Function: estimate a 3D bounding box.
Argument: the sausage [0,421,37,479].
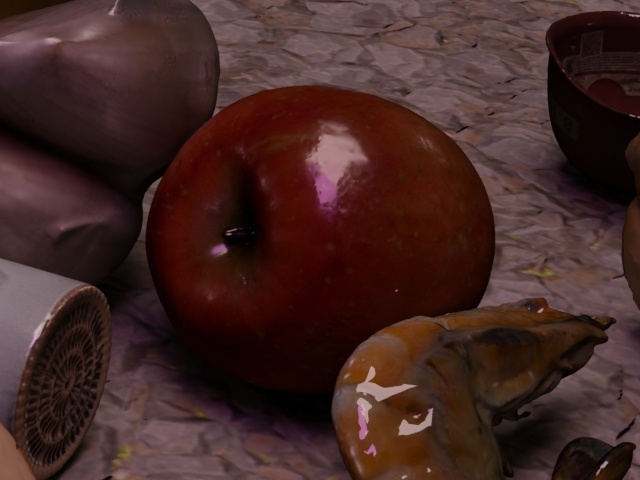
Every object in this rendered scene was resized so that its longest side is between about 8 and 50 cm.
[{"bbox_3d":[-0.245,0.152,0.691,0.312,0.093,0.093,-26,25,11],"label":"sausage"}]

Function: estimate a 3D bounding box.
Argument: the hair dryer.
[{"bbox_3d":[-0.251,0.111,0.900,0.173,0.108,0.357,14,33,17],"label":"hair dryer"}]

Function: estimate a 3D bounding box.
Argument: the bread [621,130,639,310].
[{"bbox_3d":[0.373,-0.047,1.078,0.279,0.371,0.390,-1,31,-27],"label":"bread"}]

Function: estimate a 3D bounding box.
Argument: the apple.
[{"bbox_3d":[0.000,0.000,1.098,0.181,0.181,0.168,25,9,31],"label":"apple"}]

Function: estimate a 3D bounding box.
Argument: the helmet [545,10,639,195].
[{"bbox_3d":[0.233,-0.084,1.401,0.155,0.106,0.175,-7,32,-24],"label":"helmet"}]

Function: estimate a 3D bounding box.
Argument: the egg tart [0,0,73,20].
[{"bbox_3d":[-0.254,-0.157,1.352,0.315,0.120,0.315,-7,11,1],"label":"egg tart"}]

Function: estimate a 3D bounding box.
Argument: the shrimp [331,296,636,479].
[{"bbox_3d":[0.109,0.095,1.024,0.254,0.059,0.145,-6,60,-47],"label":"shrimp"}]

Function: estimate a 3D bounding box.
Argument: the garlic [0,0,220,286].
[{"bbox_3d":[-0.190,-0.077,1.129,0.237,0.210,0.292,24,4,-7],"label":"garlic"}]
